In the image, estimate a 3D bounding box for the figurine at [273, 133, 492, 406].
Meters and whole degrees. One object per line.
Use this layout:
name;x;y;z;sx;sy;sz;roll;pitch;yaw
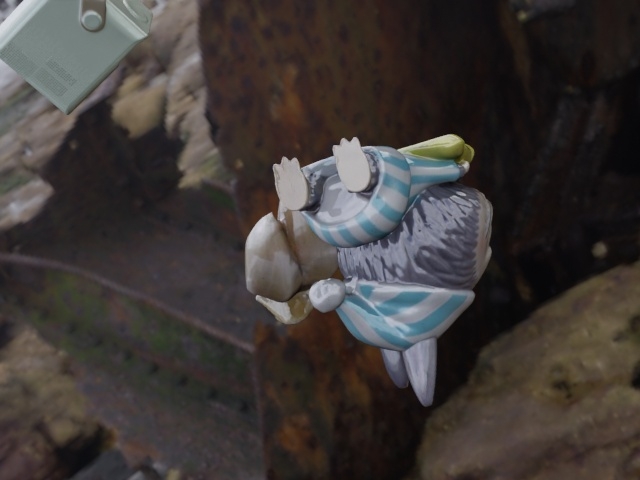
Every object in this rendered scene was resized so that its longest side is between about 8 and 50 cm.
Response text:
figurine;0.125;0.050;1.676;0.266;0.378;0.361;-20;-8;30

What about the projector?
projector;-0.406;-0.359;1.943;0.242;0.177;0.163;-42;25;18

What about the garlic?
garlic;-0.001;-0.001;1.974;0.279;0.132;0.325;-33;-20;-31
